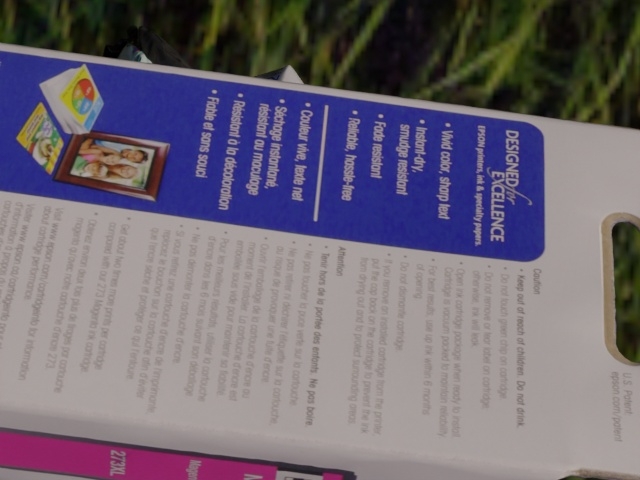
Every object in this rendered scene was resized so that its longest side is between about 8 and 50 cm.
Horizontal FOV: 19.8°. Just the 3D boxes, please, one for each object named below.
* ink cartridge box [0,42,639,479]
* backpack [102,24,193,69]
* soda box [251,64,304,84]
[{"bbox_3d":[-0.035,0.015,0.704,0.371,0.176,0.069,6,140,-1],"label":"ink cartridge box"},{"bbox_3d":[-0.210,-0.129,2.022,0.152,0.182,0.115,45,173,-14],"label":"backpack"},{"bbox_3d":[0.000,0.000,1.486,0.091,0.098,0.286,-15,129,31],"label":"soda box"}]
